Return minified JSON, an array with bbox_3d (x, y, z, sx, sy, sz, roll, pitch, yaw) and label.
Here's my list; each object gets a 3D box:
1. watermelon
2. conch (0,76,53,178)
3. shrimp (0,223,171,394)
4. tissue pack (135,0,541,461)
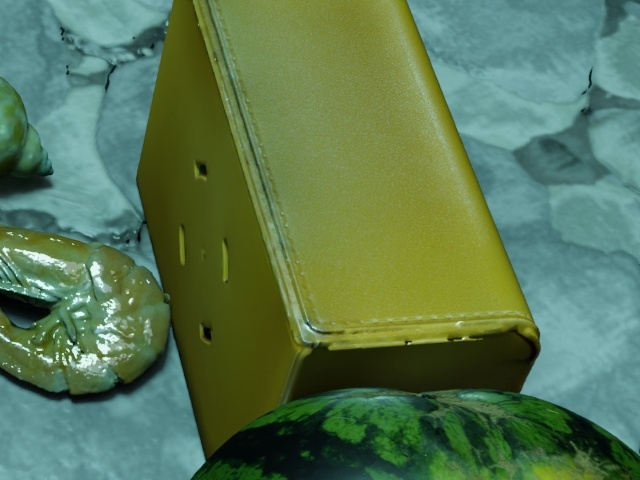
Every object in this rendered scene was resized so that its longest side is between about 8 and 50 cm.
[{"bbox_3d":[0.051,0.189,0.855,0.269,0.269,0.269,7,50,-8],"label":"watermelon"},{"bbox_3d":[-0.261,-0.093,1.116,0.173,0.106,0.116,-8,74,3],"label":"conch"},{"bbox_3d":[-0.175,0.033,1.077,0.180,0.041,0.099,22,64,4],"label":"shrimp"},{"bbox_3d":[0.000,0.000,1.037,0.145,0.194,0.274,-6,53,-18],"label":"tissue pack"}]
